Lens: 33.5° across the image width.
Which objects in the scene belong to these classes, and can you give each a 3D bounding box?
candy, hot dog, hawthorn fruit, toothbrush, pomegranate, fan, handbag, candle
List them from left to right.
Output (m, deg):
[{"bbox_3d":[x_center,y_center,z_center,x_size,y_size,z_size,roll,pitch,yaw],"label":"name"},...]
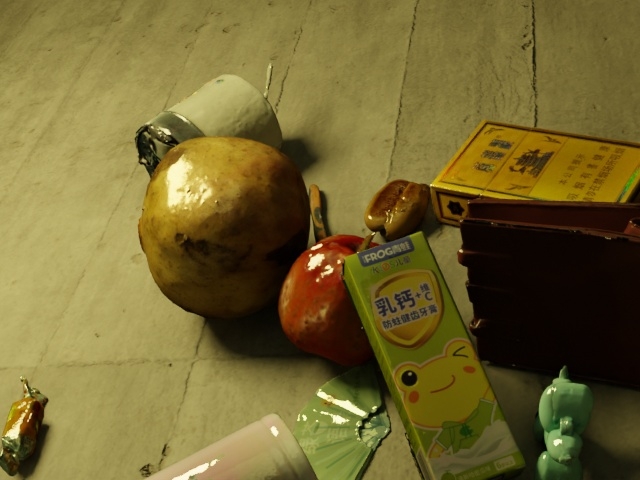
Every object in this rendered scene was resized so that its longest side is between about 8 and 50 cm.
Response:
[{"bbox_3d":[-0.414,0.257,1.489,0.047,0.053,0.182,-11,35,4],"label":"candy"},{"bbox_3d":[-0.141,-0.025,1.582,0.281,0.281,0.281,-9,37,7],"label":"pomegranate"},{"bbox_3d":[-0.165,-0.197,1.883,0.187,0.187,0.330,22,49,38],"label":"candle"},{"bbox_3d":[0.001,-0.002,1.703,0.023,0.031,0.321,11,36,-13],"label":"toothbrush"},{"bbox_3d":[0.026,0.247,1.391,0.131,0.009,0.240,-5,38,17],"label":"fan"},{"bbox_3d":[0.037,0.067,1.457,0.179,0.200,0.179,10,36,-7],"label":"hawthorn fruit"},{"bbox_3d":[0.128,-0.054,1.709,0.090,0.060,0.140,11,50,24],"label":"hot dog"},{"bbox_3d":[0.314,0.064,1.323,0.276,0.260,0.084,4,43,26],"label":"handbag"}]

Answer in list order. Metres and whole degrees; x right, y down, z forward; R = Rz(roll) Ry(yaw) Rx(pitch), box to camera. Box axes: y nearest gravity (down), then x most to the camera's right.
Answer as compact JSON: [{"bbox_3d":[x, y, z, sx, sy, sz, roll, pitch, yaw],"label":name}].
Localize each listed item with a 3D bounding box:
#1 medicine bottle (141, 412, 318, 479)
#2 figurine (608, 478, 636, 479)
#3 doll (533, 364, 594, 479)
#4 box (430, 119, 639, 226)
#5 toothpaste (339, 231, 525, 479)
[{"bbox_3d":[-0.131,0.322,1.227,0.254,0.152,0.152,-26,38,-14],"label":"medicine bottle"},{"bbox_3d":[0.426,0.310,1.056,0.309,0.143,0.308,-29,19,11],"label":"figurine"},{"bbox_3d":[0.276,0.220,1.218,0.059,0.158,0.159,4,33,9],"label":"doll"},{"bbox_3d":[0.348,-0.085,1.648,0.302,0.084,0.193,14,45,33],"label":"box"},{"bbox_3d":[0.132,0.154,1.295,0.110,0.077,0.327,-18,68,-8],"label":"toothpaste"}]
